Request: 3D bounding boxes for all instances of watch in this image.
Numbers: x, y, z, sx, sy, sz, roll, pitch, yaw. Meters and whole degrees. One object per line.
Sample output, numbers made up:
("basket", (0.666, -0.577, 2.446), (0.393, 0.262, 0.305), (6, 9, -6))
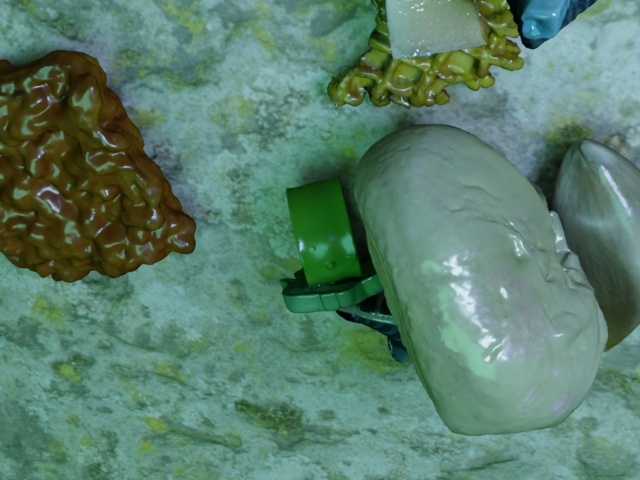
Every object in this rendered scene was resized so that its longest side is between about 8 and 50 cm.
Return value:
("watch", (0.000, 0.000, 1.425), (0.131, 0.165, 0.152), (-15, 106, 4))

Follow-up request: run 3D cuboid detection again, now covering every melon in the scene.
("melon", (0.105, -0.267, 1.152), (0.098, 0.054, 0.182), (-7, 125, 13))

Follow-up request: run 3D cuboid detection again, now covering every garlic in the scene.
("garlic", (0.326, 0.013, 1.329), (0.143, 0.112, 0.318), (30, 142, 31))

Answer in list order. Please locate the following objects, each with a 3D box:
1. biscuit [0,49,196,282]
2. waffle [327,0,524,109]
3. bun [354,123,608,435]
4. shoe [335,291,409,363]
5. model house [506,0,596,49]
("biscuit", (-0.342, -0.082, 1.499), (0.318, 0.110, 0.312), (-13, 122, 28))
("waffle", (0.093, -0.263, 1.230), (0.260, 0.069, 0.293), (-7, 124, 25))
("bun", (0.176, 0.042, 1.271), (0.213, 0.361, 0.361), (-21, 120, 1))
("shoe", (0.111, 0.111, 1.493), (0.207, 0.091, 0.106), (20, 125, 0))
("model house", (0.228, -0.314, 0.978), (0.226, 0.241, 0.261), (11, 150, 21))
